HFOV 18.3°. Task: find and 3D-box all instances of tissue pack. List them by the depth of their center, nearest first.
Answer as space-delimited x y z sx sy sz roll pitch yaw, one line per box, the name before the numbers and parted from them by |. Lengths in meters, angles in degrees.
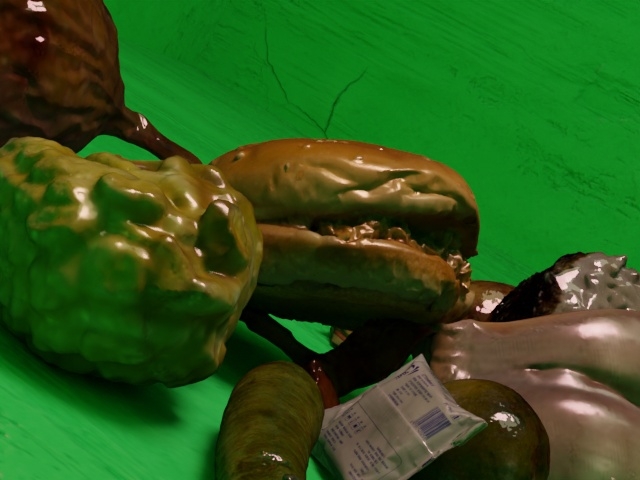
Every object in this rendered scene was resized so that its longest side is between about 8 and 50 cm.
tissue pack | 0.052 0.146 1.534 0.026 0.122 0.193 54 -2 -18

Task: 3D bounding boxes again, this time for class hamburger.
hamburger | 0.000 0.000 1.782 0.319 0.158 0.318 2 -11 0

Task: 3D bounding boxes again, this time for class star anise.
star anise | -0.013 0.083 1.711 0.140 0.158 0.144 -25 86 -39

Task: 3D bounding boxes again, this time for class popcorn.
popcorn | -0.160 0.007 1.515 0.225 0.173 0.286 22 9 -1

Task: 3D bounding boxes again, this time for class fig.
fig | 0.097 0.155 1.600 0.185 0.126 0.133 32 23 15
fig | -0.263 -0.138 1.829 0.369 0.286 0.286 32 4 -33

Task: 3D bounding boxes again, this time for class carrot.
carrot | -0.039 0.153 1.356 0.074 0.074 0.358 27 10 -3

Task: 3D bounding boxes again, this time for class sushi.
sushi | 0.325 0.147 2.064 0.343 0.196 0.182 32 -24 -19

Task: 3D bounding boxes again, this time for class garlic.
garlic | 0.247 0.197 1.792 0.340 0.246 0.231 41 36 -55

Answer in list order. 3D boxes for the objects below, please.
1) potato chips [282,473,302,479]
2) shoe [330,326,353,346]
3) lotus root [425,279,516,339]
potato chips | 0.130 0.265 1.064 0.389 0.097 0.373 26 9 1
shoe | 0.047 0.084 2.103 0.072 0.069 0.109 36 15 16
lotus root | 0.192 0.110 2.177 0.260 0.128 0.145 23 -25 -23
